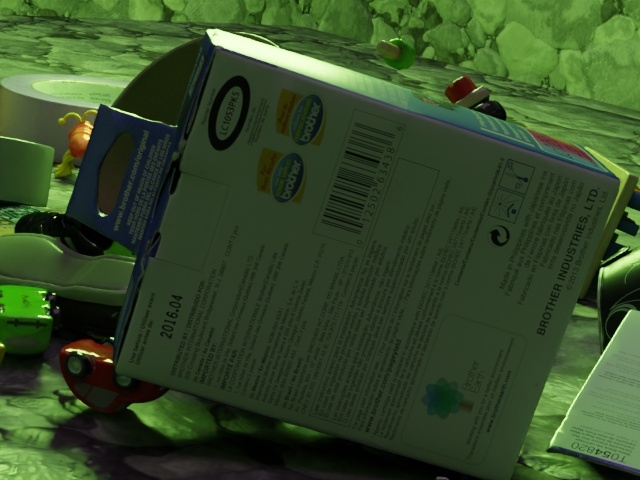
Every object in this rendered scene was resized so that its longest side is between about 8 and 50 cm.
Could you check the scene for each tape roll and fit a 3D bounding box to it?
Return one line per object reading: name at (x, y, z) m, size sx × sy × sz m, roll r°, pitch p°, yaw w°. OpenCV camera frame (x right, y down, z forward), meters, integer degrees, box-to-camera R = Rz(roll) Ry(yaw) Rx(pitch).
tape roll at (-0.422, -0.087, 1.753) m, size 0.219 × 0.072 × 0.219 m, roll 7°, pitch -2°, yaw 0°
tape roll at (-0.340, -0.179, 2.246) m, size 0.275 × 0.090 × 0.275 m, roll 8°, pitch 13°, yaw -2°

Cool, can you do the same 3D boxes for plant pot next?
plant pot at (-0.082, -0.047, 1.584) m, size 0.284 × 0.284 × 0.191 m, roll 20°, pitch -11°, yaw 40°

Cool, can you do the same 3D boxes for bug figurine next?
bug figurine at (-0.222, -0.131, 2.017) m, size 0.279 × 0.072 × 0.216 m, roll -10°, pitch 23°, yaw -6°

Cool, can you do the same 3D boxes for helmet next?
helmet at (0.363, 0.080, 1.491) m, size 0.161 × 0.169 × 0.169 m, roll -5°, pitch 9°, yaw 19°

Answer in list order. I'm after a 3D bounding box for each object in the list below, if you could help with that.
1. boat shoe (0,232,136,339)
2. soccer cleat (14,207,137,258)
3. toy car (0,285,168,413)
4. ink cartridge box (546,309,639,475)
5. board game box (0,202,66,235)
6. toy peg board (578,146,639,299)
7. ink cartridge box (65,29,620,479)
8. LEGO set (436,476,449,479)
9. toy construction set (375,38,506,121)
boat shoe at (-0.248, 0.047, 1.437) m, size 0.228 × 0.068 × 0.081 m, roll 12°, pitch 38°, yaw 33°
soccer cleat at (-0.238, -0.008, 1.492) m, size 0.179 × 0.072 × 0.060 m, roll 18°, pitch 47°, yaw 36°
toy car at (-0.249, 0.092, 1.285) m, size 0.239 × 0.053 × 0.225 m, roll 5°, pitch 14°, yaw -15°
ink cartridge box at (0.334, 0.159, 1.306) m, size 0.223 × 0.045 × 0.224 m, roll 15°, pitch 36°, yaw 25°
board game box at (-0.396, -0.008, 1.624) m, size 0.243 × 0.042 × 0.165 m, roll 7°, pitch 14°, yaw -3°
toy peg board at (0.350, -0.014, 1.860) m, size 0.079 × 0.161 × 0.160 m, roll 20°, pitch 11°, yaw -15°
ink cartridge box at (0.000, 0.000, 1.205) m, size 0.395 × 0.270 × 0.151 m, roll 17°, pitch 11°, yaw -10°
LEGO set at (0.201, 0.210, 1.065) m, size 0.244 × 0.060 × 0.182 m, roll -5°, pitch 15°, yaw -40°
toy construction set at (0.187, -0.058, 1.840) m, size 0.309 × 0.257 × 0.237 m, roll 29°, pitch 9°, yaw 26°
